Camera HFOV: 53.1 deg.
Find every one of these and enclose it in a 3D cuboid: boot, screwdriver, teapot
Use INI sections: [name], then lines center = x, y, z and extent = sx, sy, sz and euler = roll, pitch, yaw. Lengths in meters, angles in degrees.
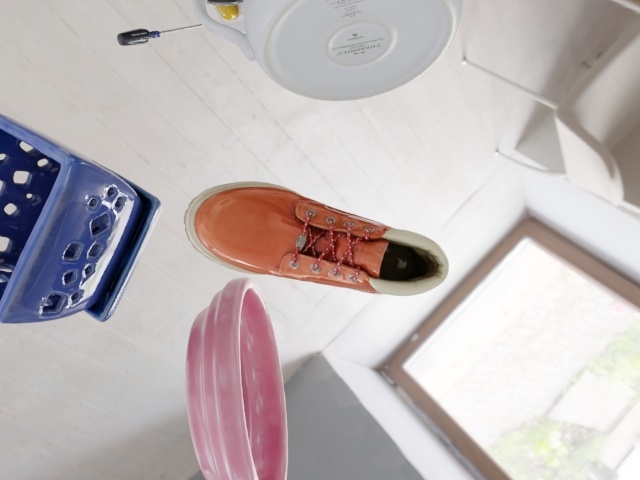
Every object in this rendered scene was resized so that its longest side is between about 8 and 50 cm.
[boot]
center = 0.000, 0.000, 0.385
extent = 0.158, 0.084, 0.059
euler = 12, 89, -20
[screwdriver]
center = -0.241, -0.327, 1.010
extent = 0.170, 0.025, 0.024
euler = -22, 152, -38
[teapot]
center = 0.023, -0.289, 0.714
extent = 0.256, 0.187, 0.252
euler = 6, 153, -33

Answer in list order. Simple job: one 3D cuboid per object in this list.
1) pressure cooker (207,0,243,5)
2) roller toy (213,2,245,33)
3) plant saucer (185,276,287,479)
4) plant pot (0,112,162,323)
[pressure cooker]
center = -0.182, -0.600, 0.971
extent = 0.375, 0.420, 0.370
euler = -26, 136, -3
[roller toy]
center = -0.152, -0.557, 1.416
extent = 0.191, 0.146, 0.209
euler = 30, 63, -62
[plant saucer]
center = -0.117, 0.221, 0.923
extent = 0.084, 0.332, 0.332
euler = -8, 132, 4
[plant pot]
center = -0.381, -0.022, 0.918
extent = 0.212, 0.236, 0.236
euler = 22, 94, -58
